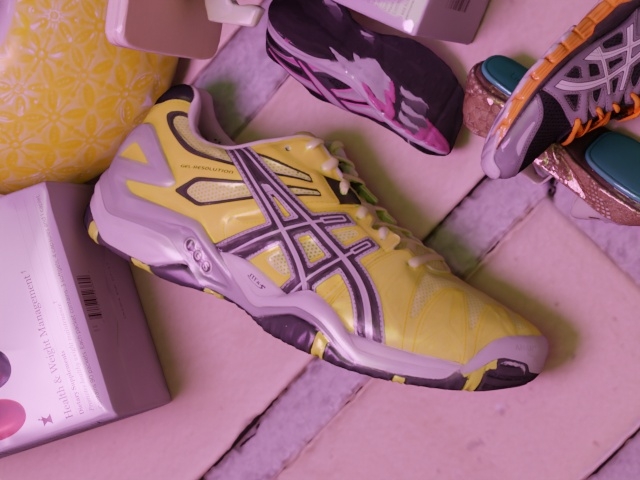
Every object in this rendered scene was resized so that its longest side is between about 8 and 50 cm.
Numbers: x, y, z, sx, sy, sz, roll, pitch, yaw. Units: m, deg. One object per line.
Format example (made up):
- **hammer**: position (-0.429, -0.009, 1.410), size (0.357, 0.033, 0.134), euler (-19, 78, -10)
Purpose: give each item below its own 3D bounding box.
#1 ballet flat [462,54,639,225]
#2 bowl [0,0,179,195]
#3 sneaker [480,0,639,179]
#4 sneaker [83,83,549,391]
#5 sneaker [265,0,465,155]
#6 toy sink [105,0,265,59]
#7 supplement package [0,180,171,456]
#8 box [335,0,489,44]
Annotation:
- **ballet flat**: position (0.190, -0.058, 1.336), size (0.206, 0.073, 0.067), euler (40, 134, 19)
- **bowl**: position (-0.272, -0.185, 1.452), size (0.290, 0.156, 0.289), euler (-2, 86, 25)
- **sneaker**: position (0.198, -0.114, 1.277), size (0.083, 0.084, 0.215), euler (45, 76, 2)
- **sneaker**: position (0.000, 0.000, 1.371), size (0.385, 0.145, 0.147), euler (24, 96, 16)
- **sneaker**: position (0.033, -0.127, 1.394), size (0.178, 0.077, 0.072), euler (39, 68, 1)
- **toy sink**: position (-0.041, -0.234, 1.227), size (0.131, 0.153, 0.234), euler (12, 95, 22)
- **supplement package**: position (-0.260, 0.075, 1.463), size (0.203, 0.149, 0.194), euler (-19, 85, 12)
- **box**: position (0.037, -0.222, 1.348), size (0.170, 0.130, 0.091), euler (27, 103, 19)
